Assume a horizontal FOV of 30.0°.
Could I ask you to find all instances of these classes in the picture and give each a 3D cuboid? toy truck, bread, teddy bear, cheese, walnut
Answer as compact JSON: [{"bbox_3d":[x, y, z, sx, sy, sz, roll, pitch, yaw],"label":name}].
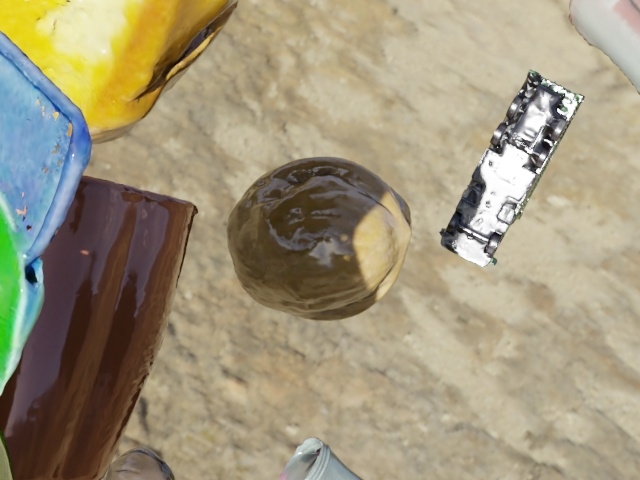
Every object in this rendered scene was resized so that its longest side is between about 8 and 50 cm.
[{"bbox_3d":[0.252,-0.094,1.583,0.088,0.259,0.121,29,12,10],"label":"toy truck"},{"bbox_3d":[-0.143,-0.271,0.852,0.215,0.398,0.398,22,35,-19],"label":"bread"},{"bbox_3d":[-0.132,0.245,0.958,0.078,0.119,0.160,-46,120,-43],"label":"teddy bear"},{"bbox_3d":[-0.171,0.068,0.468,0.083,0.320,0.204,-2,36,-48],"label":"cheese"},{"bbox_3d":[0.000,0.000,1.047,0.166,0.149,0.166,-7,14,2],"label":"walnut"}]

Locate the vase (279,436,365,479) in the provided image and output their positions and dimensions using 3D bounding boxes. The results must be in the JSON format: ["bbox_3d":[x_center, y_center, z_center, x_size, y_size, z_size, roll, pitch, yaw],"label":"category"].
[{"bbox_3d":[0.060,0.250,1.030,0.214,0.086,0.086,38,32,-19],"label":"vase"}]

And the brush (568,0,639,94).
[{"bbox_3d":[0.123,-0.046,0.386,0.071,0.084,0.301,-25,55,-8],"label":"brush"}]

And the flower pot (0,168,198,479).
[{"bbox_3d":[-0.179,0.047,0.692,0.190,0.173,0.190,10,-4,1],"label":"flower pot"}]
